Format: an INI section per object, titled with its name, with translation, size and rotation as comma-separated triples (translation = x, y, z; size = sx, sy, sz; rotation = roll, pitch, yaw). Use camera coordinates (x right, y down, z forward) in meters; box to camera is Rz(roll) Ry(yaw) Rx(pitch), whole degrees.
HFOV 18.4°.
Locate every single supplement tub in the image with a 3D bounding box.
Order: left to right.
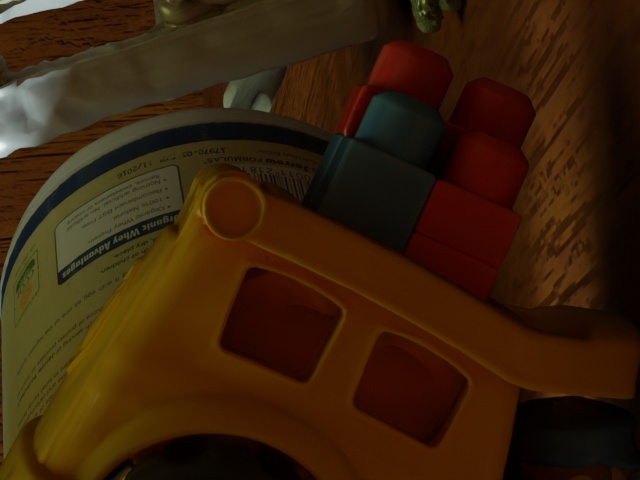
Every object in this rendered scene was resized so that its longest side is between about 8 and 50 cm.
[supplement tub]
translation = -0.038, 0.107, 0.947
size = 0.316, 0.228, 0.228
rotation = -103, 9, -52

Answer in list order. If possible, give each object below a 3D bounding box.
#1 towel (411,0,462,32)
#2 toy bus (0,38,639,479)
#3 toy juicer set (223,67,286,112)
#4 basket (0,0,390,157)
[towel]
translation = 0.042, -0.179, 0.893
size = 0.110, 0.027, 0.148
rotation = -108, 13, -60
[toy bus]
translation = 0.031, 0.054, 0.633
size = 0.211, 0.220, 0.149
rotation = -62, 7, 0
[toy juicer set]
translation = 0.000, 0.000, 1.233
size = 0.209, 0.089, 0.329
rotation = -83, -13, -45
[basket]
translation = -0.160, -0.225, 1.126
size = 0.331, 0.328, 0.266
rotation = -108, 2, -68
